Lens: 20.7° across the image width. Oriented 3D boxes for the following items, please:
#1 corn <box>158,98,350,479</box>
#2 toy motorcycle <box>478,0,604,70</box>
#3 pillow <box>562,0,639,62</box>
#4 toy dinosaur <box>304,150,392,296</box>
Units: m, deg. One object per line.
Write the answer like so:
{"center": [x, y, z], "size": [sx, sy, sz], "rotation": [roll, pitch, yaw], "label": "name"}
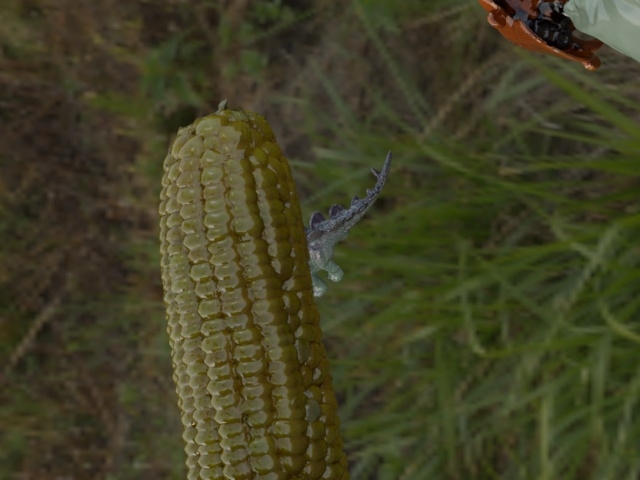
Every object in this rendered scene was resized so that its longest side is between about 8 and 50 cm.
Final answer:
{"center": [-0.043, 0.073, 1.032], "size": [0.102, 0.102, 0.312], "rotation": [-10, 92, 47], "label": "corn"}
{"center": [0.263, -0.296, 1.695], "size": [0.325, 0.148, 0.221], "rotation": [-46, 32, 45], "label": "toy motorcycle"}
{"center": [0.321, -0.187, 1.211], "size": [0.310, 0.283, 0.138], "rotation": [97, -161, -59], "label": "pillow"}
{"center": [0.002, 0.001, 1.611], "size": [0.209, 0.082, 0.039], "rotation": [-50, 55, 8], "label": "toy dinosaur"}
